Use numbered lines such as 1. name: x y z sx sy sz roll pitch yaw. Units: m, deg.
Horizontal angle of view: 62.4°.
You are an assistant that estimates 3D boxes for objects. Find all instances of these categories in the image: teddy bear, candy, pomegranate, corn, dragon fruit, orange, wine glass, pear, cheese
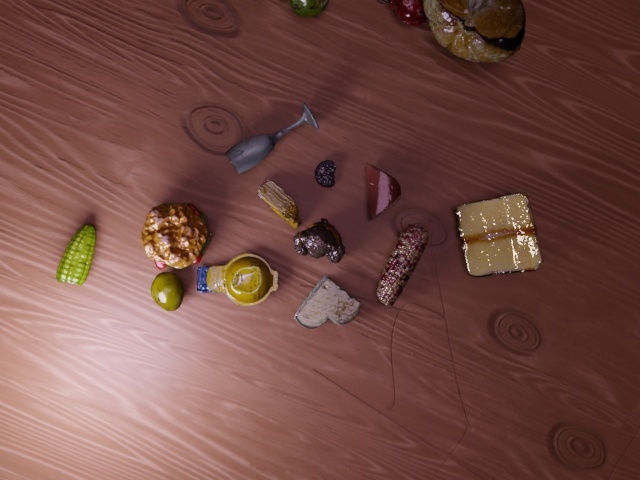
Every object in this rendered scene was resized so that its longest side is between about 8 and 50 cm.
1. teddy bear: 0.000 0.000 1.709 0.176 0.190 0.140 16 96 2
2. candy: -0.779 0.044 1.707 0.096 0.097 0.210 18 84 -4
3. pomegranate: -0.053 -0.812 1.734 0.168 0.122 0.143 2 119 -6
4. corn: 0.273 0.083 1.775 0.098 0.098 0.290 25 92 -4
5. dragon fruit: 0.274 -0.786 1.776 0.190 0.094 0.094 26 89 1
6. orange: 0.489 -0.725 1.727 0.368 0.210 0.271 34 71 -3
7. wine glass: -0.205 -0.405 1.737 0.309 0.096 0.265 -31 94 -2
8. pear: -0.498 0.166 1.718 0.107 0.107 0.132 -6 102 -4
9. cheese: -0.276 0.129 1.750 0.269 0.069 0.177 0 89 -1

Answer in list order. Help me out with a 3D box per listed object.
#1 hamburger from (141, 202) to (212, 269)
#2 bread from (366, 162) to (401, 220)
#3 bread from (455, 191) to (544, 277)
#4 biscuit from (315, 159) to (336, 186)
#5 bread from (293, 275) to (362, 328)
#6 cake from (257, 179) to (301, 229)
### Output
1. hamburger: -0.467 -0.014 1.698 0.236 0.149 0.238 0 90 -5
2. bread: 0.215 -0.167 1.781 0.119 0.067 0.193 -4 91 -4
3. bread: 0.587 -0.015 1.754 0.235 0.198 0.264 -12 89 4
4. biscuit: 0.023 -0.225 1.789 0.087 0.027 0.089 -44 92 -2
5. bread: 0.018 0.204 1.772 0.231 0.064 0.173 -10 90 -5
6. cake: -0.124 -0.119 1.776 0.184 0.116 0.080 35 83 28
